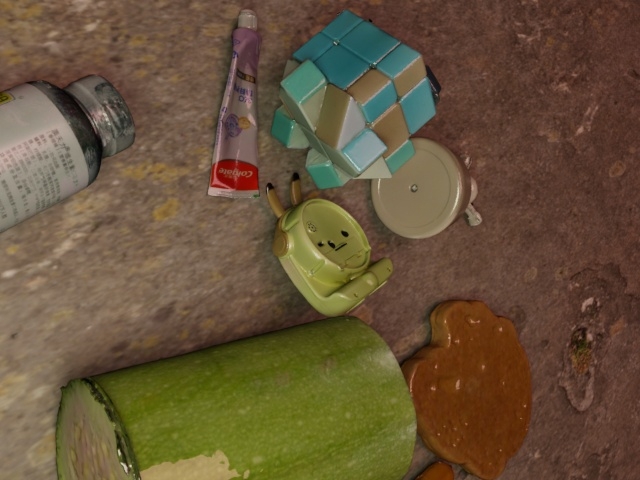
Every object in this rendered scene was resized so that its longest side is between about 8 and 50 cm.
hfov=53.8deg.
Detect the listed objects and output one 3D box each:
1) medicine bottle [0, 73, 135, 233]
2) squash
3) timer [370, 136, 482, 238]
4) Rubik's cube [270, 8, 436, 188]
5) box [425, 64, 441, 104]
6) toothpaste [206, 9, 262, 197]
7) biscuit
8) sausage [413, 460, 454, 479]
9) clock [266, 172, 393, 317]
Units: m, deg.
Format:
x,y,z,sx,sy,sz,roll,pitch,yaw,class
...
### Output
x,y,z,sx,sy,sz,roll,pitch,yaw,class
-0.361,-0.092,0.726,0.293,0.141,0.141,-37,105,-34,medicine bottle
-0.100,0.255,0.792,0.384,0.263,0.263,-7,87,-36,squash
0.232,-0.098,1.184,0.266,0.175,0.175,-7,87,-55,timer
0.033,-0.212,0.985,0.213,0.265,0.224,-42,144,-5,Rubik's cube
0.175,-0.280,1.181,0.074,0.099,0.054,52,42,-19,box
-0.124,-0.213,0.980,0.075,0.048,0.301,10,80,-39,toothpaste
0.283,0.272,1.199,0.351,0.057,0.312,32,65,-30,biscuit
0.172,0.445,1.093,0.183,0.054,0.062,-27,96,-33,sausage
0.000,0.000,0.991,0.232,0.069,0.170,51,37,6,clock
